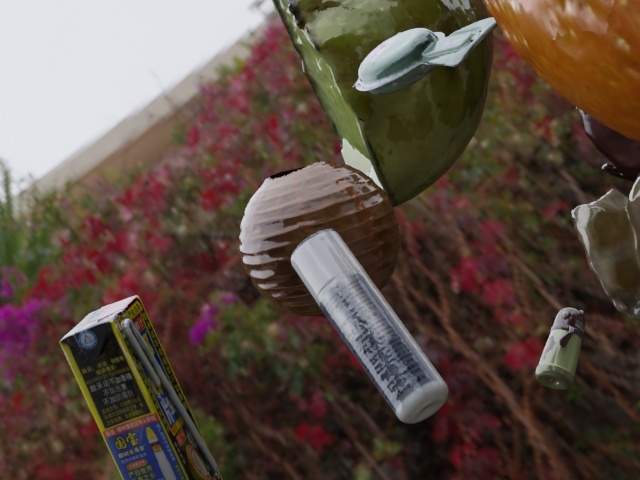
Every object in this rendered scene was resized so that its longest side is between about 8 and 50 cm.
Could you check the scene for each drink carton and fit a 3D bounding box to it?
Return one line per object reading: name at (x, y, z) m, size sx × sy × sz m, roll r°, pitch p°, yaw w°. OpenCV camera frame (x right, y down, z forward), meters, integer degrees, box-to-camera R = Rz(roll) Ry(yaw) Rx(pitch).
drink carton at (-0.133, 0.131, 1.182) m, size 0.056 × 0.071 × 0.166 m, roll -20°, pitch -80°, yaw 13°

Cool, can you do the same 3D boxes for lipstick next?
lipstick at (0.032, 0.057, 1.023) m, size 0.040 × 0.141 × 0.040 m, roll -28°, pitch -26°, yaw -15°

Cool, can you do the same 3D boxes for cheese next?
cheese at (0.065, -0.125, 1.053) m, size 0.067 × 0.120 × 0.026 m, roll -48°, pitch -66°, yaw -33°

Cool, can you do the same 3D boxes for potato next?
potato at (0.093, -0.192, 1.568) m, size 0.212 × 0.280 × 0.330 m, roll -27°, pitch -58°, yaw -1°

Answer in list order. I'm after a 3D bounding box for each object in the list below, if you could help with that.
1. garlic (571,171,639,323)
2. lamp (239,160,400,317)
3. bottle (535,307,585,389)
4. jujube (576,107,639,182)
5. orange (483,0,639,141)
garlic at (0.380, 0.010, 1.310) m, size 0.325 × 0.279 × 0.132 m, roll -17°, pitch -6°, yaw 39°
lamp at (0.000, 0.000, 1.278) m, size 0.136 × 0.136 × 0.136 m, roll -22°, pitch -43°, yaw -23°
bottle at (0.290, 0.127, 1.866) m, size 0.047 × 0.063 × 0.101 m, roll 32°, pitch -119°, yaw -22°
jujube at (0.404, -0.194, 1.574) m, size 0.377 × 0.258 × 0.258 m, roll -50°, pitch -25°, yaw -48°
orange at (0.227, -0.250, 0.775) m, size 0.326 × 0.424 × 0.424 m, roll -11°, pitch -46°, yaw -10°
